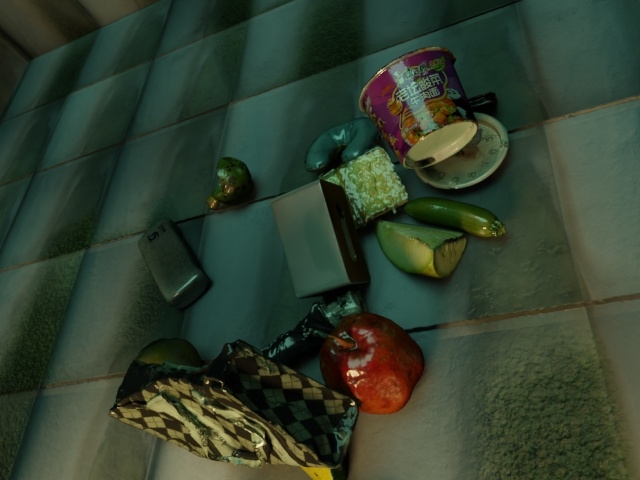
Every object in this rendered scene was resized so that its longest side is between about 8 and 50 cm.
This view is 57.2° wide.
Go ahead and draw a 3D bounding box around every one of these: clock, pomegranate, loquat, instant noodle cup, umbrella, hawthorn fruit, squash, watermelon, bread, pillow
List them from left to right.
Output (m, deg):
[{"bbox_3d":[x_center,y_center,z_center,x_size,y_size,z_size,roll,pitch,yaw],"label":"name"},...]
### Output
[{"bbox_3d":[-0.373,0.341,1.403,0.179,0.179,0.227,3,63,33],"label":"loquat"},{"bbox_3d":[-0.263,-0.157,1.742,0.143,0.123,0.169,-97,27,-68],"label":"pomegranate"},{"bbox_3d":[-0.054,0.224,1.334,0.358,0.113,0.106,-32,69,7],"label":"umbrella"},{"bbox_3d":[-0.016,0.424,1.187,0.092,0.075,0.181,-50,47,-9],"label":"watermelon"},{"bbox_3d":[0.057,-0.259,1.607,0.234,0.086,0.214,-9,32,32],"label":"pillow"},{"bbox_3d":[0.079,-0.110,1.490,0.266,0.142,0.178,-27,86,9],"label":"bread"},{"bbox_3d":[0.083,0.227,1.159,0.208,0.243,0.207,-18,50,23],"label":"hawthorn fruit"},{"bbox_3d":[0.182,0.018,1.342,0.252,0.169,0.093,12,108,36],"label":"squash"},{"bbox_3d":[0.239,-0.294,1.369,0.251,0.251,0.190,-28,71,11],"label":"instant noodle cup"},{"bbox_3d":[0.310,-0.058,1.350,0.258,0.069,0.069,18,68,37],"label":"squash"},{"bbox_3d":[0.348,-0.213,1.450,0.237,0.053,0.236,-16,53,22],"label":"clock"}]

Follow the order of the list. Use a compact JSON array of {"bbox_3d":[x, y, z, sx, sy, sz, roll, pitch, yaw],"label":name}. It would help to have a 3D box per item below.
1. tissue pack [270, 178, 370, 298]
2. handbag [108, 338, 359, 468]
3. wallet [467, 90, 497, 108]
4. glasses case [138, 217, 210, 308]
[{"bbox_3d":[0.000,0.000,1.370,0.136,0.159,0.245,-19,82,21],"label":"tissue pack"},{"bbox_3d":[-0.182,0.315,1.135,0.416,0.317,0.180,-16,45,43],"label":"handbag"},{"bbox_3d":[0.352,-0.343,1.520,0.198,0.110,0.031,-13,96,22],"label":"wallet"},{"bbox_3d":[-0.432,0.061,1.709,0.131,0.074,0.323,-40,46,-2],"label":"glasses case"}]
